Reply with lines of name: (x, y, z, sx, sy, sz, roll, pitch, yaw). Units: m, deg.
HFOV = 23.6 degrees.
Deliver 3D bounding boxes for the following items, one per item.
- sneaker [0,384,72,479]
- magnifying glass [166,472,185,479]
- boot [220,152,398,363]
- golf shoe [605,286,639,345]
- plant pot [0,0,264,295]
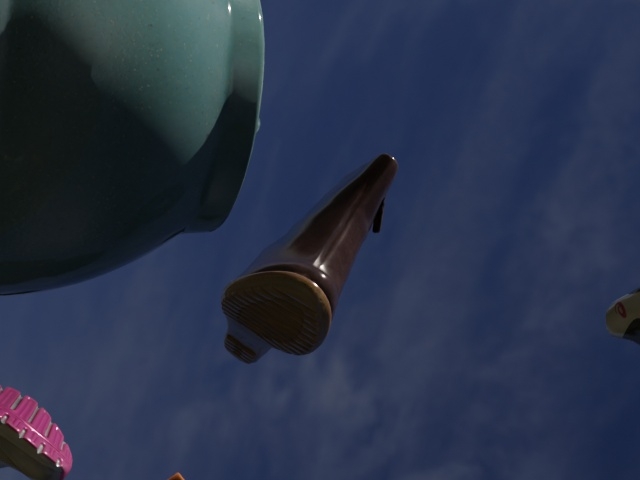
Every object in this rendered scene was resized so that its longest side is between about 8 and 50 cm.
sneaker: (-0.376, 0.198, 1.576, 0.111, 0.252, 0.103, -65, 174, 8)
magnifying glass: (-0.184, 0.238, 1.050, 0.231, 0.026, 0.092, -34, -130, -14)
boot: (0.000, 0.000, 1.319, 0.207, 0.090, 0.248, -55, -175, -18)
golf shoe: (0.350, 0.072, 1.262, 0.120, 0.273, 0.105, -14, -116, 42)
plant pot: (-0.151, -0.100, 0.975, 0.293, 0.196, 0.293, -174, -90, -71)
